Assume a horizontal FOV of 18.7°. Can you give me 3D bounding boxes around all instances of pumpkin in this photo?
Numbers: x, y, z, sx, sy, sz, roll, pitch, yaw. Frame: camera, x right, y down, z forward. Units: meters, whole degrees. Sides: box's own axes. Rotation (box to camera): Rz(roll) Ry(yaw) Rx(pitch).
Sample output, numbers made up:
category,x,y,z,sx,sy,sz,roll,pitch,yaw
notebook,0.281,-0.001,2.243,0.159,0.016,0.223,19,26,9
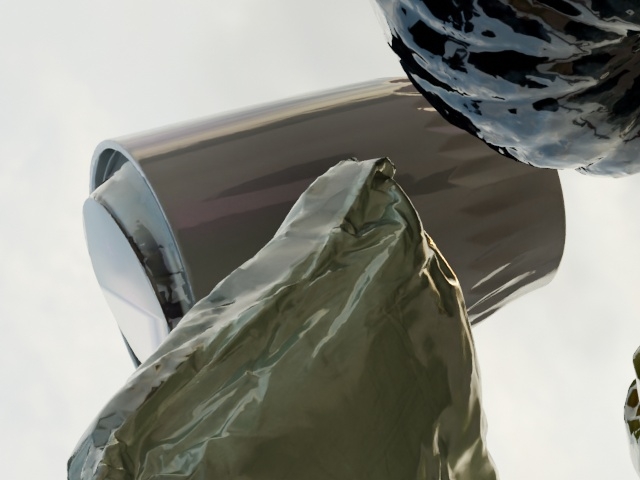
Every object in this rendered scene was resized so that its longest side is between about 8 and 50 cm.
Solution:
category,x,y,z,sx,sy,sz,roll,pitch,yaw
pumpkin,0.200,-0.203,1.184,0.363,0.363,0.266,32,-149,-39

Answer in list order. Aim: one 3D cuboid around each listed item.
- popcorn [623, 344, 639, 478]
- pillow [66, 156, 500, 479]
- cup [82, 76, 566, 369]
category,x,y,z,sx,sy,sz,roll,pitch,yaw
popcorn,0.311,0.096,0.977,0.325,0.290,0.321,46,-163,-16
pillow,0.003,0.147,1.026,0.310,0.138,0.283,-48,-55,-46
cup,0.000,0.000,1.635,0.371,0.253,0.253,-16,-94,-21
